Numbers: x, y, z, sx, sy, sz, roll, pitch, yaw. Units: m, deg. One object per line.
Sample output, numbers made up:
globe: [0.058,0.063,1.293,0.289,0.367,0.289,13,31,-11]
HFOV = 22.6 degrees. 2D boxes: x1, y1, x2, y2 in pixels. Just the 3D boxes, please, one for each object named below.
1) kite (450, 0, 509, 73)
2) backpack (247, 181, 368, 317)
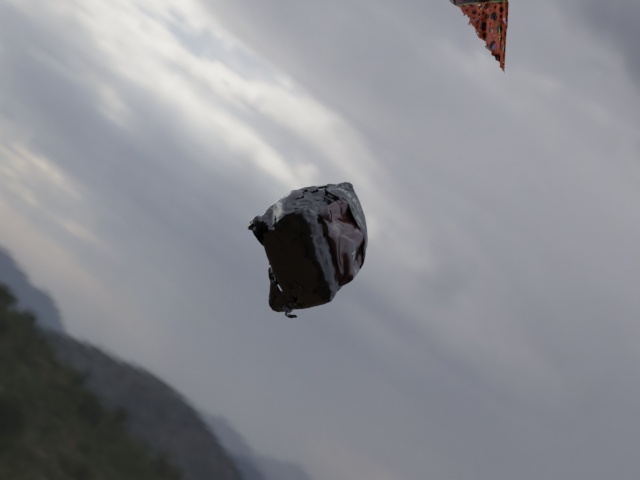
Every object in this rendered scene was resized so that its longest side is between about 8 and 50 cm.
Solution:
kite: [0.157,-0.282,1.581,0.222,0.125,0.008,45,-14,-35]
backpack: [0.000,-0.004,1.704,0.106,0.165,0.120,-10,-71,26]
